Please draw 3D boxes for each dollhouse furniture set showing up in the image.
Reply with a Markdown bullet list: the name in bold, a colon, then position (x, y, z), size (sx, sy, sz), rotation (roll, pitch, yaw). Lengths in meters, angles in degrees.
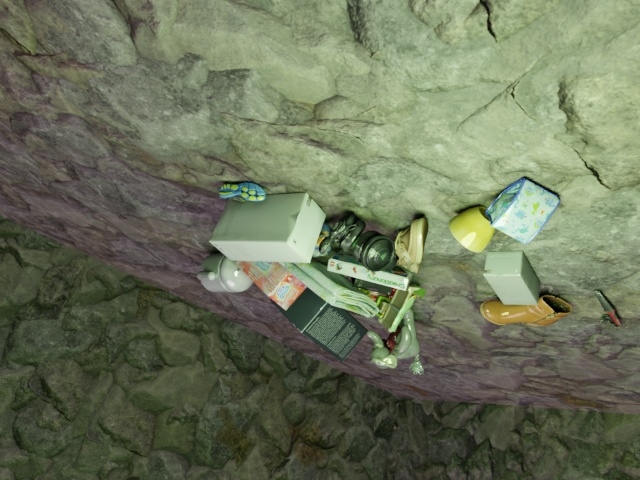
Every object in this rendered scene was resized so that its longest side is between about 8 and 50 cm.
- **dollhouse furniture set**: position (0.340, 0.268, 1.878), size (0.151, 0.197, 0.301), rotation (25, -179, -9)

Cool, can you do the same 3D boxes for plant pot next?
- **plant pot**: position (0.467, -0.046, 1.395), size (0.134, 0.134, 0.095), rotation (25, 130, -14)

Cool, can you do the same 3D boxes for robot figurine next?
- **robot figurine**: position (-0.457, 0.157, 2.312), size (0.353, 0.200, 0.300), rotation (-7, -177, 43)

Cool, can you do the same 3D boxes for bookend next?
- **bookend**: position (0.210, 0.149, 1.924), size (0.157, 0.072, 0.156), rotation (14, -166, -5)

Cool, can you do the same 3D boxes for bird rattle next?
- **bird rattle**: position (0.263, 0.239, 2.141), size (0.253, 0.143, 0.207), rotation (7, 167, -5)

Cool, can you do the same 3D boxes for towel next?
- **towel**: position (0.037, 0.172, 1.919), size (0.374, 0.090, 0.320), rotation (33, -176, 41)

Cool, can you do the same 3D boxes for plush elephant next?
- **plush elephant**: position (0.343, 0.525, 2.314), size (0.255, 0.330, 0.272), rotation (-11, 163, -10)

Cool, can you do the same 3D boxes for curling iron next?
- **curling iron**: position (1.035, 0.253, 1.697), size (0.068, 0.035, 0.274), rotation (-5, 146, 40)

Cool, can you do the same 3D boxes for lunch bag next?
- **lunch bag**: position (0.553, -0.087, 1.275), size (0.129, 0.096, 0.151), rotation (24, 125, -13)

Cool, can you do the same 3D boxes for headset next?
- **headset**: position (0.119, 0.022, 1.602), size (0.243, 0.185, 0.394), rotation (37, 179, 28)

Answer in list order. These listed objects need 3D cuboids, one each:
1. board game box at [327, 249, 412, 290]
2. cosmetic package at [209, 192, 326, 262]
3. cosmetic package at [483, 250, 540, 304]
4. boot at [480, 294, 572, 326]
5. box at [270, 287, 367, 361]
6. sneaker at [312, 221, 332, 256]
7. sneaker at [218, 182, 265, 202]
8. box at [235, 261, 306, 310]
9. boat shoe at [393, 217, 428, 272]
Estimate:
- **board game box**: position (0.200, 0.106, 1.803), size (0.305, 0.053, 0.193), rotation (14, -164, 17)
- **cosmetic package**: position (-0.197, -0.044, 1.723), size (0.385, 0.217, 0.156), rotation (3, 150, 34)
- **cosmetic package**: position (0.671, 0.135, 1.631), size (0.127, 0.107, 0.238), rotation (-2, 145, 37)
- **boot**: position (0.789, 0.268, 1.802), size (0.283, 0.109, 0.220), rotation (17, 156, -2)
- **box**: position (-0.002, 0.371, 2.298), size (0.293, 0.212, 0.395), rotation (36, 173, 46)
- **sneaker**: position (0.000, 0.000, 1.824), size (0.131, 0.112, 0.296), rotation (19, 165, -20)
- **sneaker**: position (-0.280, -0.173, 1.709), size (0.188, 0.067, 0.078), rotation (5, 173, 23)
- **box**: position (-0.223, 0.151, 2.069), size (0.300, 0.142, 0.154), rotation (37, 172, 44)
- **boat shoe**: position (0.305, 0.023, 1.626), size (0.110, 0.121, 0.341), rotation (12, 155, 11)
